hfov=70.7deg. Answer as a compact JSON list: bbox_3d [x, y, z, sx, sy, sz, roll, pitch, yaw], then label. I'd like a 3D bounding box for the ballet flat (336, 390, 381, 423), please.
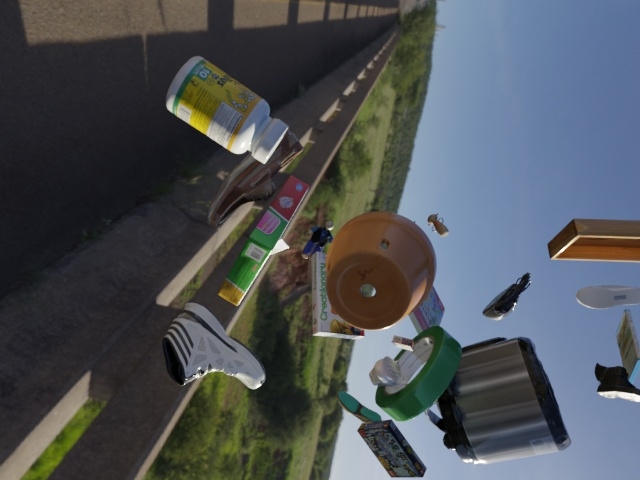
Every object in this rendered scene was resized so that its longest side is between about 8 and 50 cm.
[{"bbox_3d":[0.146,0.687,1.813,0.073,0.206,0.067,-43,161,-48],"label":"ballet flat"}]

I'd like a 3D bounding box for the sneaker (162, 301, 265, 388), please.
[{"bbox_3d":[-0.412,0.465,1.672,0.169,0.447,0.257,-19,-152,43],"label":"sneaker"}]

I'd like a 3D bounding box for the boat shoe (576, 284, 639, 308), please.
[{"bbox_3d":[0.830,0.156,1.309,0.063,0.184,0.066,-38,119,-87],"label":"boat shoe"}]

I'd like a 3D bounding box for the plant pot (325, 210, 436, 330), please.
[{"bbox_3d":[0.135,0.091,1.119,0.203,0.291,0.291,-45,147,-66],"label":"plant pot"}]

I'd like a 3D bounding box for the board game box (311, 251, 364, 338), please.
[{"bbox_3d":[0.062,0.203,1.667,0.053,0.193,0.305,-39,-133,53],"label":"board game box"}]

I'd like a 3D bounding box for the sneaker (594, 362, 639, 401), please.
[{"bbox_3d":[0.780,0.366,1.181,0.089,0.051,0.170,-59,177,-17],"label":"sneaker"}]

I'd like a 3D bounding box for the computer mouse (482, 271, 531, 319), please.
[{"bbox_3d":[0.670,0.231,1.627,0.188,0.072,0.272,-43,164,-14],"label":"computer mouse"}]

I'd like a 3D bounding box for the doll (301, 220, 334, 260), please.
[{"bbox_3d":[0.000,0.000,1.869,0.189,0.129,0.046,-59,-170,18],"label":"doll"}]

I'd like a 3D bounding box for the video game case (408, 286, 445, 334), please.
[{"bbox_3d":[0.404,0.257,1.737,0.204,0.025,0.285,61,32,-10],"label":"video game case"}]

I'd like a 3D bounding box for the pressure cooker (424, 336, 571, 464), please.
[{"bbox_3d":[0.557,0.541,1.510,0.375,0.420,0.370,-7,75,-69],"label":"pressure cooker"}]

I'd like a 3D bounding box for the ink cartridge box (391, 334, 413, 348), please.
[{"bbox_3d":[0.253,0.312,1.381,0.115,0.063,0.029,56,49,-65],"label":"ink cartridge box"}]

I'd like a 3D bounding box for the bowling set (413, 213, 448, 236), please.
[{"bbox_3d":[0.388,-0.009,1.943,0.287,0.200,0.154,-55,-141,24],"label":"bowling set"}]

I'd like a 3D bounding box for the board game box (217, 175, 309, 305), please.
[{"bbox_3d":[-0.151,-0.007,1.239,0.242,0.064,0.316,-54,-173,37],"label":"board game box"}]

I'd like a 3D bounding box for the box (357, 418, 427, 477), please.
[{"bbox_3d":[0.153,0.453,0.978,0.094,0.137,0.027,-31,-174,45],"label":"box"}]

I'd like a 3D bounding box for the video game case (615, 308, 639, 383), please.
[{"bbox_3d":[0.846,0.291,1.239,0.166,0.015,0.119,-69,153,-44],"label":"video game case"}]

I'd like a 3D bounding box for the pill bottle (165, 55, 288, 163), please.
[{"bbox_3d":[-0.170,-0.239,0.851,0.117,0.208,0.117,-55,-171,12],"label":"pill bottle"}]

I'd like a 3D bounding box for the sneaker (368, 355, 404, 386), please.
[{"bbox_3d":[0.191,0.411,1.375,0.235,0.095,0.090,48,27,-61],"label":"sneaker"}]

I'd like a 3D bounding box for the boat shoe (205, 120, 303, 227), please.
[{"bbox_3d":[-0.167,-0.152,1.153,0.324,0.116,0.123,-50,-171,3],"label":"boat shoe"}]

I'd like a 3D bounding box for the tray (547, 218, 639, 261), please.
[{"bbox_3d":[1.067,0.001,1.614,0.203,0.411,0.076,91,2,-64],"label":"tray"}]

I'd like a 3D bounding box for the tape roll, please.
[{"bbox_3d":[0.306,0.417,1.430,0.321,0.077,0.321,-49,180,0],"label":"tape roll"}]

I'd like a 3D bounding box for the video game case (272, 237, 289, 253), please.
[{"bbox_3d":[-0.217,0.030,2.068,0.087,0.122,0.011,53,19,-53],"label":"video game case"}]
